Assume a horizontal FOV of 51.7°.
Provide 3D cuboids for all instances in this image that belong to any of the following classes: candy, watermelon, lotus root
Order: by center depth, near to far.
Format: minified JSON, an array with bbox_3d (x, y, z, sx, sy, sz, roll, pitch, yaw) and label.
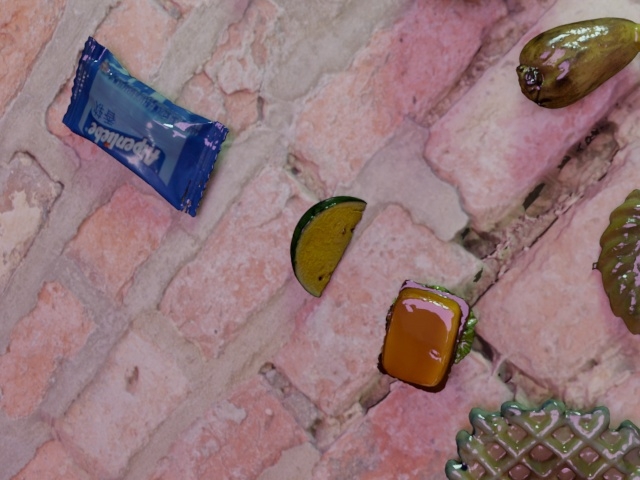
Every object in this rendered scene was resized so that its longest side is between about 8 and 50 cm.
[{"bbox_3d":[0.366,-0.252,0.907,0.191,0.094,0.108,-21,112,13],"label":"lotus root"},{"bbox_3d":[-0.006,-0.001,1.074,0.092,0.075,0.181,31,104,11],"label":"watermelon"},{"bbox_3d":[-0.319,-0.202,1.173,0.331,0.077,0.187,35,113,15],"label":"candy"}]

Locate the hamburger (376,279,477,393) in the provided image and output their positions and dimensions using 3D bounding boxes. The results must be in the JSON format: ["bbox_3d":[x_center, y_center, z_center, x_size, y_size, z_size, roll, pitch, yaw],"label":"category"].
[{"bbox_3d":[0.165,0.149,1.020,0.137,0.087,0.166,20,103,17],"label":"hamburger"}]

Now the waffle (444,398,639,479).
[{"bbox_3d":[0.346,0.380,0.993,0.309,0.056,0.291,-7,93,20],"label":"waffle"}]

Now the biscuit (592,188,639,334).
[{"bbox_3d":[0.506,0.069,0.913,0.273,0.036,0.187,31,105,15],"label":"biscuit"}]
